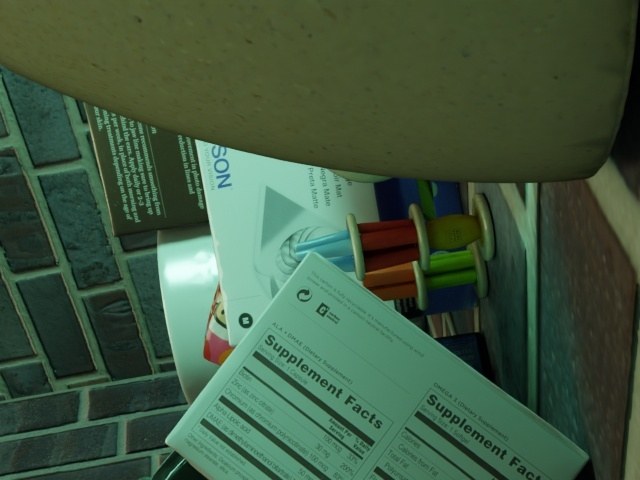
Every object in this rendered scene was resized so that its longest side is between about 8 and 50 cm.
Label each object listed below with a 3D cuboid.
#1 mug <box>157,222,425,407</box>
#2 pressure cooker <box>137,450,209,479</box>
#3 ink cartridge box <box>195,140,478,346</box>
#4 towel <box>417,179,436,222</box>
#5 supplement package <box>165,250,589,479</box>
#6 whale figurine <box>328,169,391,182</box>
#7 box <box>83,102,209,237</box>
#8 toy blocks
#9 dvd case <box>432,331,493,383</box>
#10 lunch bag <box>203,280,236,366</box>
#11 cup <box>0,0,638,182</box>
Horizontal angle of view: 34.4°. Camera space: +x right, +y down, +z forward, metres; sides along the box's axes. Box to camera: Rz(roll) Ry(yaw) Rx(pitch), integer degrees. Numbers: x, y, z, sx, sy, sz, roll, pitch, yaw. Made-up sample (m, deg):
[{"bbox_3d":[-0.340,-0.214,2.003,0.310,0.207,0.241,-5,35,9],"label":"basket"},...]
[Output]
[{"bbox_3d":[-0.025,0.117,1.437,0.276,0.328,0.374,-101,1,-66],"label":"mug"},{"bbox_3d":[-0.016,0.353,1.047,0.420,0.375,0.370,100,146,-71],"label":"pressure cooker"},{"bbox_3d":[0.009,-0.028,0.907,0.045,0.224,0.223,-4,-97,-73],"label":"ink cartridge box"},{"bbox_3d":[0.080,-0.114,1.077,0.102,0.021,0.237,36,-147,-44],"label":"towel"},{"bbox_3d":[0.034,0.138,0.712,0.204,0.145,0.262,36,174,6],"label":"supplement package"},{"bbox_3d":[0.049,-0.155,0.746,0.216,0.141,0.272,54,-153,-7],"label":"whale figurine"},{"bbox_3d":[-0.094,-0.139,1.337,0.143,0.381,0.191,-94,-5,-74],"label":"box"},{"bbox_3d":[0.057,0.018,0.814,0.123,0.148,0.054,82,178,-61],"label":"toy blocks"},{"bbox_3d":[0.074,0.212,0.859,0.022,0.180,0.253,121,141,-72],"label":"dvd case"},{"bbox_3d":[0.000,0.000,1.094,0.293,0.120,0.258,-37,-29,-61],"label":"lunch bag"},{"bbox_3d":[-0.029,-0.171,0.429,0.331,0.237,0.331,-8,-90,-85],"label":"cup"}]
